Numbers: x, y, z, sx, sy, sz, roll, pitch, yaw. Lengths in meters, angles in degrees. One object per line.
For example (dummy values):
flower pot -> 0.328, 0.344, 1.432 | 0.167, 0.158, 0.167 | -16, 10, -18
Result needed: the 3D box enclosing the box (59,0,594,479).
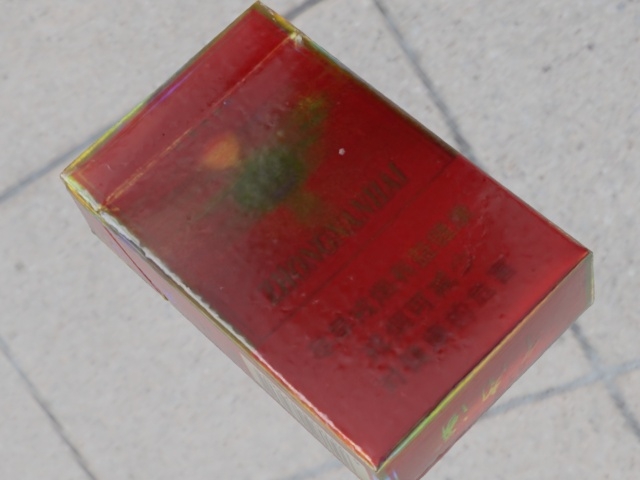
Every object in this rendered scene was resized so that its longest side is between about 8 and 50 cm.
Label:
box -> 0.001, 0.000, 1.006 | 0.313, 0.197, 0.089 | 41, 167, 25
